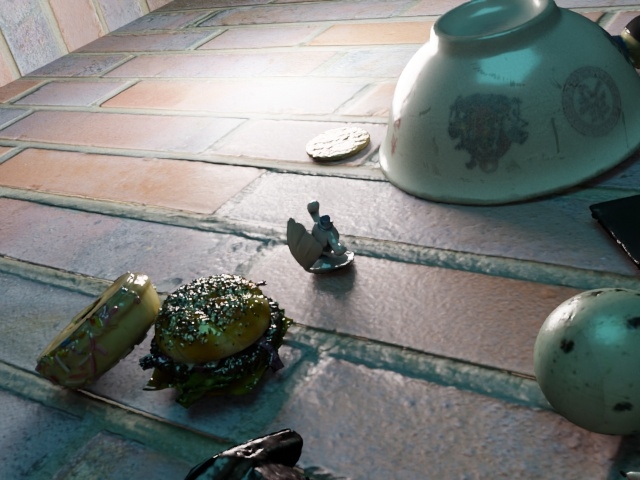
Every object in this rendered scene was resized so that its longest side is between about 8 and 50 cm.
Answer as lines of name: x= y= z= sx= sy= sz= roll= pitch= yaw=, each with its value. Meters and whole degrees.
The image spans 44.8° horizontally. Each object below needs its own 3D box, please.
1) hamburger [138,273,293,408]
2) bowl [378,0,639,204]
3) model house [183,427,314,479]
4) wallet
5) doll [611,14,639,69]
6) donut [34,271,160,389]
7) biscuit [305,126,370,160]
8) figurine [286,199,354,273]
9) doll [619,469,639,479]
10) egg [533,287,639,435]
hamburger: x=-0.122 y=0.106 z=0.889 sx=0.164 sy=0.093 sz=0.189 roll=-8 pitch=32 yaw=11
bowl: x=0.277 y=-0.254 z=1.183 sx=0.434 sy=0.196 sz=0.435 roll=-14 pitch=32 yaw=9
model house: x=-0.058 y=0.260 z=0.605 sx=0.203 sy=0.141 sz=0.164 roll=-44 pitch=59 yaw=-8
wallet: x=0.482 y=-0.036 z=0.918 sx=0.285 sy=0.030 sz=0.146 roll=-14 pitch=28 yaw=1
doll: x=0.530 y=-0.327 z=1.340 sx=0.179 sy=0.089 sz=0.102 roll=-32 pitch=25 yaw=19
donut: x=-0.259 y=0.109 z=0.928 sx=0.174 sy=0.068 sz=0.174 roll=-40 pitch=13 yaw=11
biscuit: x=0.030 y=-0.170 z=1.361 sx=0.120 sy=0.015 sz=0.120 roll=-11 pitch=31 yaw=7
figurine: x=0.000 y=0.000 z=1.018 sx=0.082 sy=0.086 sz=0.094 roll=-27 pitch=32 yaw=-22
doll: x=0.248 y=0.233 z=0.495 sx=0.107 sy=0.110 sz=0.181 roll=-43 pitch=9 yaw=42
egg: x=0.270 y=0.106 z=0.685 sx=0.164 sy=0.131 sz=0.131 roll=3 pitch=27 yaw=-15
